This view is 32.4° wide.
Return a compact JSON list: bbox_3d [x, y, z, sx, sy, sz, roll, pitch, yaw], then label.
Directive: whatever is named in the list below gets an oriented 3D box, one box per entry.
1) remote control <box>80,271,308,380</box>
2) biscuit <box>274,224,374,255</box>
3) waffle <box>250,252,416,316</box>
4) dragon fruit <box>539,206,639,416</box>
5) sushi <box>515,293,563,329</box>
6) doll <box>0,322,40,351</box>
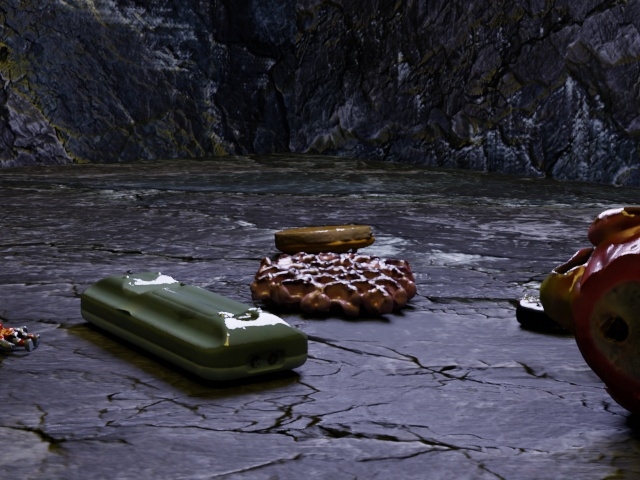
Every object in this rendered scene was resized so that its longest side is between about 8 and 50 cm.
[{"bbox_3d":[-0.151,0.087,1.235,0.128,0.065,0.335,-8,13,-35],"label":"remote control"},{"bbox_3d":[0.000,0.004,1.845,0.170,0.050,0.170,-3,3,0],"label":"biscuit"},{"bbox_3d":[0.022,0.057,1.499,0.221,0.055,0.234,5,14,11],"label":"waffle"},{"bbox_3d":[0.339,0.063,1.017,0.224,0.224,0.227,8,7,37],"label":"dragon fruit"},{"bbox_3d":[0.279,0.087,1.366,0.083,0.044,0.046,6,9,37],"label":"sushi"},{"bbox_3d":[-0.365,0.100,1.203,0.114,0.039,0.057,14,42,-1],"label":"doll"}]
